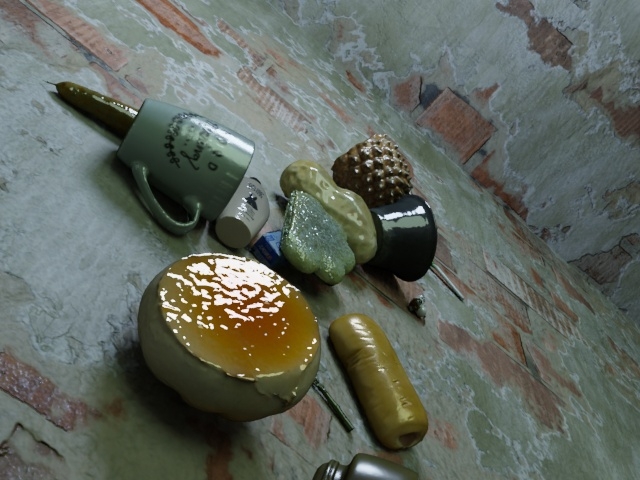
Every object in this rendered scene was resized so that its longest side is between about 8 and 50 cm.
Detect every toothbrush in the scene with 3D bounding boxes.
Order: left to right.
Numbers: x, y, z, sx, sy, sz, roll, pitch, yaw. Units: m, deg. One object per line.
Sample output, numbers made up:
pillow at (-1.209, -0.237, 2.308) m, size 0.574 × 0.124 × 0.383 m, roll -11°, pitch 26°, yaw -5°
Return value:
toothbrush at (0.331, 0.069, 2.362) m, size 0.304 × 0.030 × 0.030 m, roll 48°, pitch 23°, yaw 2°

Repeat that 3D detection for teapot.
teapot at (0.038, 0.399, 1.133) m, size 0.175 × 0.186 × 0.268 m, roll 18°, pitch -13°, yaw 10°

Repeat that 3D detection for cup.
cup at (-0.284, -0.141, 1.538) m, size 0.234 × 0.186 × 0.258 m, roll 27°, pitch 55°, yaw -18°

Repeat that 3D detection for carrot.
carrot at (-0.432, -0.263, 1.610) m, size 0.298 × 0.078 × 0.078 m, roll 25°, pitch 29°, yaw -26°

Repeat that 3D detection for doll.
doll at (0.259, 0.167, 2.052) m, size 0.058 × 0.040 × 0.085 m, roll 49°, pitch 24°, yaw -23°

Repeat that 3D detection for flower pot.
flower pot at (0.181, -0.008, 2.036) m, size 0.148 × 0.235 × 0.235 m, roll 2°, pitch 44°, yaw -31°

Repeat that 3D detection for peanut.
peanut at (0.026, -0.075, 1.940) m, size 0.313 × 0.152 × 0.152 m, roll 46°, pitch 23°, yaw 9°

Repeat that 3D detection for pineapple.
pineapple at (0.200, -0.126, 2.272) m, size 0.357 × 0.223 × 0.223 m, roll 54°, pitch 23°, yaw 1°

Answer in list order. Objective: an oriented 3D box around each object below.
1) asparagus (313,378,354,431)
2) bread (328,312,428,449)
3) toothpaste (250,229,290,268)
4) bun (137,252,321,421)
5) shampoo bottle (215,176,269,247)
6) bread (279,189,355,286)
asparagus at (0.021, 0.302, 1.447) m, size 0.127 × 0.015 × 0.018 m, roll 50°, pitch 22°, yaw 15°
bread at (0.122, 0.276, 1.573) m, size 0.142 × 0.091 × 0.305 m, roll 15°, pitch 35°, yaw -40°
toothpaste at (-0.059, 0.012, 1.764) m, size 0.066 × 0.053 × 0.272 m, roll 50°, pitch 23°, yaw 14°
bun at (-0.147, 0.167, 1.211) m, size 0.299 × 0.165 × 0.299 m, roll 19°, pitch 34°, yaw -14°
shampoo bottle at (-0.168, -0.073, 1.696) m, size 0.127 × 0.078 × 0.257 m, roll 37°, pitch 22°, yaw -14°
bread at (0.000, 0.000, 1.759) m, size 0.207 × 0.056 × 0.286 m, roll 36°, pitch 28°, yaw -22°
